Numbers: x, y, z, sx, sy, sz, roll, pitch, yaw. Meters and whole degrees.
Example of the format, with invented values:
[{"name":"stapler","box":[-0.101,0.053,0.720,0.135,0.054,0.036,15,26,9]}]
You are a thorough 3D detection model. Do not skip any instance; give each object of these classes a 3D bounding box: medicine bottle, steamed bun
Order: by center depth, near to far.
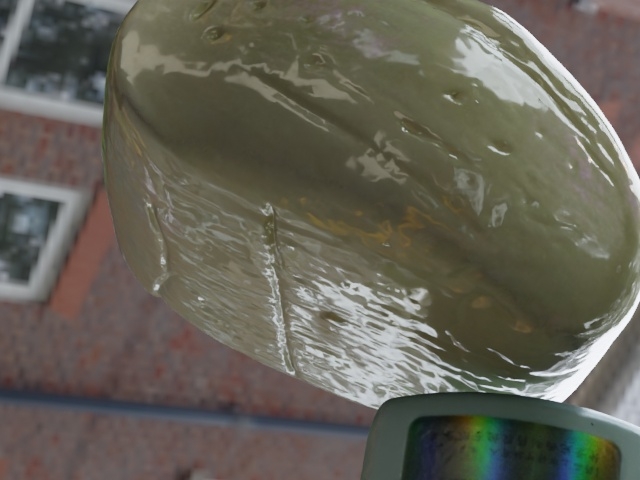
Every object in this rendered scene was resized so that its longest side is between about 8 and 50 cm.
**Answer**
[{"name":"medicine bottle","box":[0.065,0.176,0.750,0.083,0.121,0.229,87,12,-57]},{"name":"steamed bun","box":[0.028,-0.029,0.848,0.200,0.250,0.155,97,18,-64]}]
